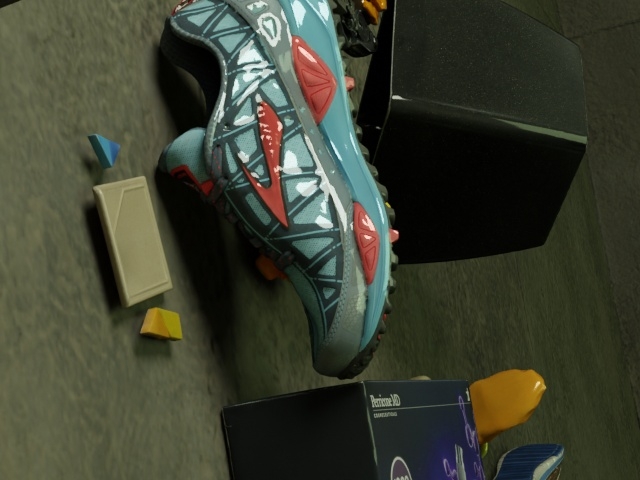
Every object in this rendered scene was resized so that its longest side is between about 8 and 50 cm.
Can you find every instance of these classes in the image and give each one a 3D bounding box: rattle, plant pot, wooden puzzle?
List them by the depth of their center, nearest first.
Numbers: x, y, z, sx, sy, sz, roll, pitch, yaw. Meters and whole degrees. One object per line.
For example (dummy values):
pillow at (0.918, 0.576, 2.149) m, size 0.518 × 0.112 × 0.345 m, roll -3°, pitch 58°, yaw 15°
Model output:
wooden puzzle at (-0.105, 0.001, 0.723) m, size 0.078 × 0.014 × 0.116 m, roll -1°, pitch 79°, yaw -75°
plant pot at (0.121, -0.092, 1.081) m, size 0.187 × 0.167 × 0.188 m, roll 103°, pitch -5°, yaw -47°
rattle at (0.152, 0.203, 1.149) m, size 0.130 × 0.142 × 0.200 m, roll -105°, pitch 169°, yaw -68°

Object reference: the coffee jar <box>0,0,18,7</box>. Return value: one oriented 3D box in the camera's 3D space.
coffee jar at (-0.174, -0.186, 0.539) m, size 0.096 × 0.079 × 0.184 m, roll -83°, pitch 152°, yaw -50°

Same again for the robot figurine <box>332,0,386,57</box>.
robot figurine at (-0.029, -0.267, 1.003) m, size 0.291 × 0.085 × 0.211 m, roll 49°, pitch 34°, yaw -54°

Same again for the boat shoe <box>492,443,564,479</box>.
boat shoe at (0.224, 0.275, 1.428) m, size 0.183 × 0.066 × 0.066 m, roll -25°, pitch 107°, yaw -61°

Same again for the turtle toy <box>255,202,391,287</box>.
turtle toy at (0.000, 0.000, 0.923) m, size 0.130 × 0.095 × 0.066 m, roll -33°, pitch 131°, yaw -69°

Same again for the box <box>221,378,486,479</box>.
box at (0.041, 0.191, 0.888) m, size 0.261 × 0.103 × 0.184 m, roll 14°, pitch 62°, yaw -69°

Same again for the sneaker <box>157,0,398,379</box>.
sneaker at (-0.037, -0.035, 0.805) m, size 0.104 × 0.125 × 0.262 m, roll 125°, pitch -46°, yaw -65°
